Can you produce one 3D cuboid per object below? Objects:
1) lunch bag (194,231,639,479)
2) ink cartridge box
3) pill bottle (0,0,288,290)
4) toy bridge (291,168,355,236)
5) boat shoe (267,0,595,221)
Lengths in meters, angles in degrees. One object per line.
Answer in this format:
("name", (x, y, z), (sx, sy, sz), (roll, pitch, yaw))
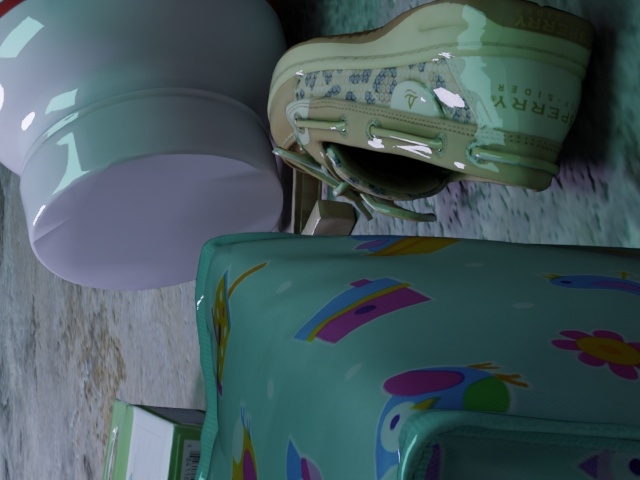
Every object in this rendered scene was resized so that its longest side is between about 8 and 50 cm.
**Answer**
("lunch bag", (0.107, 0.088, 0.505), (0.223, 0.262, 0.160), (-143, 60, -71))
("ink cartridge box", (-0.110, 0.180, 1.445), (0.209, 0.062, 0.109), (-178, 94, -72))
("pill bottle", (-0.150, -0.181, 1.404), (0.229, 0.229, 0.408), (121, 142, -52))
("toy bridge", (0.000, 0.000, 1.237), (0.063, 0.026, 0.188), (114, 156, -45))
("boat shoe", (0.041, -0.056, 1.008), (0.285, 0.104, 0.089), (163, 116, -70))
